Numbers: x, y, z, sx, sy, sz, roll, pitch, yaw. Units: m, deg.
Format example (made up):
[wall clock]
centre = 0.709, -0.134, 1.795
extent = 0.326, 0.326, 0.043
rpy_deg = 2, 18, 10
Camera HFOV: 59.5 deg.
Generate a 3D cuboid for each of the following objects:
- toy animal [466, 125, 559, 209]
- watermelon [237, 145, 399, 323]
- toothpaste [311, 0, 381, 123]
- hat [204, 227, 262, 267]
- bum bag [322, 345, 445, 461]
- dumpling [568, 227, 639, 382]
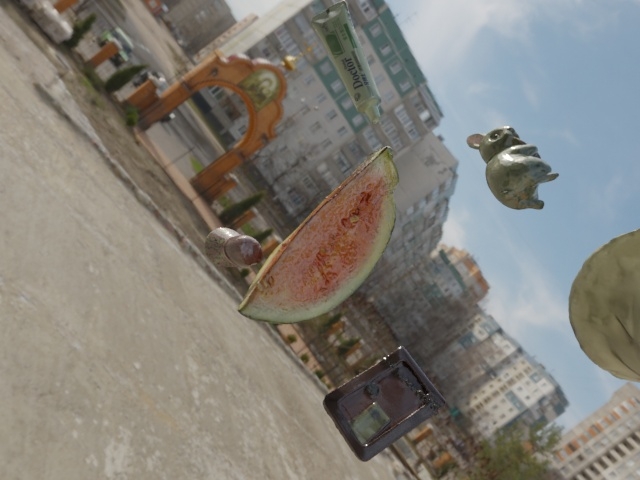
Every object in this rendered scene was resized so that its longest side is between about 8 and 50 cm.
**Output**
[toy animal]
centre = 0.364, -0.166, 1.109
extent = 0.108, 0.138, 0.236
rpy_deg = 107, -34, -47
[watermelon]
centre = 0.018, 0.019, 0.817
extent = 0.128, 0.303, 0.159
rpy_deg = 43, -9, -4
[toothpaste]
centre = 0.046, -0.275, 0.865
extent = 0.041, 0.064, 0.218
rpy_deg = 22, 44, -65
[hat]
centre = -0.126, 0.009, 0.806
extent = 0.087, 0.058, 0.042
rpy_deg = 27, -23, 4
[bum bag]
centre = 0.091, 0.232, 0.799
extent = 0.109, 0.159, 0.026
rpy_deg = 54, -26, 22
[dumpling]
centre = 0.440, 0.086, 0.716
extent = 0.175, 0.227, 0.243
rpy_deg = -9, 97, -55
